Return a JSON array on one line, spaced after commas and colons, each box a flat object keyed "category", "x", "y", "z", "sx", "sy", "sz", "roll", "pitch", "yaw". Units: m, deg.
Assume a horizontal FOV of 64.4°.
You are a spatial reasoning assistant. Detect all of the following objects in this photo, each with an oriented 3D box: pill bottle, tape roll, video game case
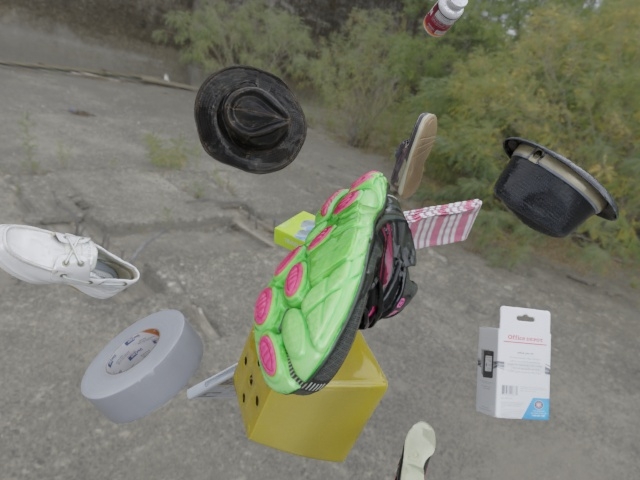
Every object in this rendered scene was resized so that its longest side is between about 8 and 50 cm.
[{"category": "pill bottle", "x": 0.397, "y": -0.722, "z": 1.607, "sx": 0.086, "sy": 0.086, "sz": 0.152, "roll": 10, "pitch": -15, "yaw": -16}, {"category": "tape roll", "x": -0.331, "y": 0.230, "z": 0.955, "sx": 0.219, "sy": 0.072, "sz": 0.219, "roll": -23, "pitch": 27, "yaw": 13}, {"category": "video game case", "x": -0.162, "y": 0.320, "z": 1.193, "sx": 0.227, "sy": 0.206, "sz": 0.026, "roll": 28, "pitch": 36, "yaw": -58}]

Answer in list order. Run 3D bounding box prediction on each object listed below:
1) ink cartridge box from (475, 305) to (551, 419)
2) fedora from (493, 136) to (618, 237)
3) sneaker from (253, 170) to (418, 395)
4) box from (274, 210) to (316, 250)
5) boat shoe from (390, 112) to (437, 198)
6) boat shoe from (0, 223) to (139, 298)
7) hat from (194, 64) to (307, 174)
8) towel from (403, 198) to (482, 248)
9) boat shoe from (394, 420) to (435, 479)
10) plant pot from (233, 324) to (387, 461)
[{"category": "ink cartridge box", "x": 0.328, "y": 0.205, "z": 0.863, "sx": 0.104, "sy": 0.180, "sz": 0.060, "roll": 8, "pitch": -9, "yaw": -15}, {"category": "fedora", "x": 0.559, "y": -0.112, "z": 1.278, "sx": 0.334, "sy": 0.152, "sz": 0.334, "roll": 38, "pitch": 9, "yaw": -7}, {"category": "sneaker", "x": 0.063, "y": 0.052, "z": 0.756, "sx": 0.202, "sy": 0.185, "sz": 0.483, "roll": 50, "pitch": 34, "yaw": -11}, {"category": "box", "x": 0.000, "y": 0.000, "z": 1.106, "sx": 0.178, "sy": 0.042, "sz": 0.109, "roll": 24, "pitch": 36, "yaw": 27}, {"category": "boat shoe", "x": 0.271, "y": -0.261, "z": 1.541, "sx": 0.103, "sy": 0.285, "sz": 0.092, "roll": -29, "pitch": 53, "yaw": -35}, {"category": "boat shoe", "x": -0.431, "y": 0.028, "z": 0.887, "sx": 0.096, "sy": 0.098, "sz": 0.277, "roll": -19, "pitch": -23, "yaw": 17}, {"category": "hat", "x": -0.172, "y": -0.343, "z": 1.398, "sx": 0.331, "sy": 0.331, "sz": 0.134, "roll": 7, "pitch": -3, "yaw": -24}, {"category": "towel", "x": 0.223, "y": -0.020, "z": 1.040, "sx": 0.197, "sy": 0.144, "sz": 0.029, "roll": -10, "pitch": 61, "yaw": -3}, {"category": "boat shoe", "x": 0.147, "y": 0.345, "z": 0.797, "sx": 0.049, "sy": 0.042, "sz": 0.133, "roll": 24, "pitch": 41, "yaw": 7}, {"category": "plant pot", "x": -0.039, "y": 0.252, "z": 0.911, "sx": 0.187, "sy": 0.212, "sz": 0.212, "roll": 8, "pitch": 31, "yaw": -28}]
